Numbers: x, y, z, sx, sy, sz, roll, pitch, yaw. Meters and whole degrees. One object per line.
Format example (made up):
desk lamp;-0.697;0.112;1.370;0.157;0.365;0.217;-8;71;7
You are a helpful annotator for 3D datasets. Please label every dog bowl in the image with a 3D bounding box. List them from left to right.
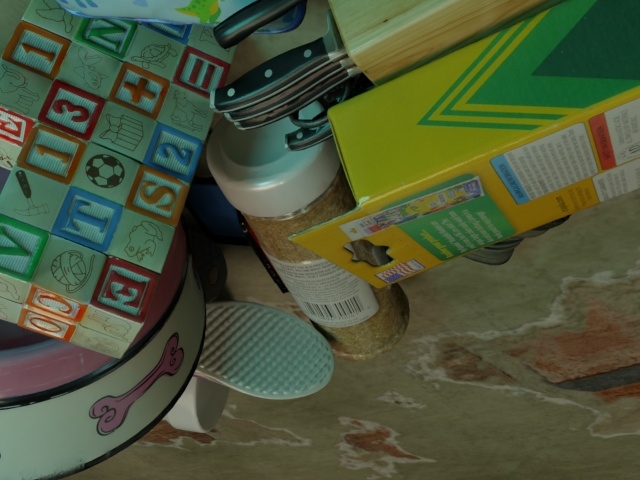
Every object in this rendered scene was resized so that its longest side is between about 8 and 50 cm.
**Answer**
dog bowl;-0.312;0.027;0.874;0.407;0.408;0.150;13;135;1

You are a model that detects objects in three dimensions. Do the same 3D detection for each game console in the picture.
game console;-0.104;-0.007;1.017;0.085;0.124;0.144;-22;142;6

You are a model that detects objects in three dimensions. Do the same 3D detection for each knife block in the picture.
knife block;0.054;-0.164;0.592;0.242;0.088;0.276;-9;158;-24

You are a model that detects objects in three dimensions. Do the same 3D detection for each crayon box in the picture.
crayon box;0.146;-0.073;0.652;0.323;0.083;0.203;-23;160;16

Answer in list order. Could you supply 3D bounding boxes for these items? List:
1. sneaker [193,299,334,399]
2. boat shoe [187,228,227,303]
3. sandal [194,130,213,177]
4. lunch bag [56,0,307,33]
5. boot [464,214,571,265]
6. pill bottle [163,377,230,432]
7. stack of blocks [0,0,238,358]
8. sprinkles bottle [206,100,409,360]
sneaker;-0.127;0.123;1.048;0.282;0.102;0.161;12;167;-3
boat shoe;-0.278;0.024;1.102;0.324;0.123;0.116;19;157;-1
sandal;-0.159;-0.112;0.897;0.072;0.049;0.180;-7;144;30
lunch bag;-0.111;-0.240;0.637;0.219;0.090;0.176;9;146;5
boot;0.109;-0.041;0.883;0.246;0.083;0.161;22;154;-11
pill bottle;-0.315;0.155;1.237;0.362;0.210;0.210;7;148;11
stack of blocks;-0.190;-0.076;0.728;0.171;0.297;0.087;21;149;-14
sprinkles bottle;0.000;0.000;0.947;0.121;0.121;0.355;1;147;21
